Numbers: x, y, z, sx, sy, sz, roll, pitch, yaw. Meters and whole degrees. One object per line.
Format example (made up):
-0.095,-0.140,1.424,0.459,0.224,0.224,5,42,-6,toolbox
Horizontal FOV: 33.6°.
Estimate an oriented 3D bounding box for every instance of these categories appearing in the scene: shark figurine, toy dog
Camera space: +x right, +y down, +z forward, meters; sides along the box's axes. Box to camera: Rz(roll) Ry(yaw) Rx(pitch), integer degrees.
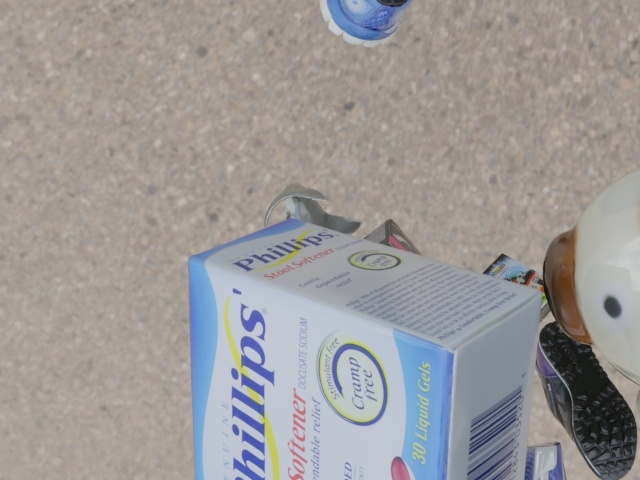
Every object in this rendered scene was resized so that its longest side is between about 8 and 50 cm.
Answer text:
-0.001,-0.028,1.526,0.116,0.166,0.278,0,145,8,shark figurine
0.402,0.075,0.950,0.407,0.396,0.284,30,137,-30,toy dog

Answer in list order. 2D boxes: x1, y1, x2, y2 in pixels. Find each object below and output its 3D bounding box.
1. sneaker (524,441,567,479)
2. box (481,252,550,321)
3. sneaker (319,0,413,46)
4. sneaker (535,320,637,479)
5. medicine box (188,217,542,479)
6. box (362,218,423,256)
0.324,0.428,1.416,0.182,0.316,0.127,3,171,-25,sneaker
0.259,0.111,1.578,0.114,0.207,0.036,29,142,29,box
0.083,-0.381,1.130,0.129,0.330,0.147,5,173,-19,sneaker
0.444,0.283,1.788,0.107,0.283,0.124,-10,147,-10,sneaker
0.031,0.149,0.952,0.289,0.149,0.264,16,115,37,medicine box
0.089,0.114,1.390,0.143,0.270,0.165,-37,107,16,box
